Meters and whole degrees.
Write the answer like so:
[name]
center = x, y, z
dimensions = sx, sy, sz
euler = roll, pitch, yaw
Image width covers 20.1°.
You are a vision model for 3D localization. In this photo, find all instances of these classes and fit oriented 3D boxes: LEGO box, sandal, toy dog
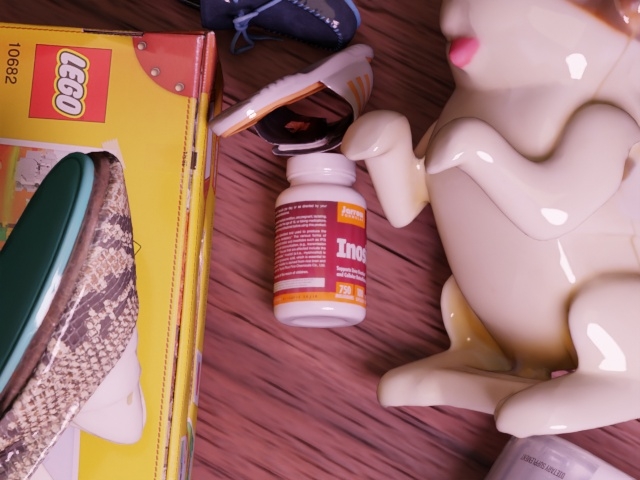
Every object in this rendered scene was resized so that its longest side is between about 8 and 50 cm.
[LEGO box]
center = -0.291, 0.065, 1.594
dimensions = 0.372, 0.193, 0.500
euler = 4, 79, 1
[sandal]
center = -0.018, -0.109, 1.620
dimensions = 0.102, 0.265, 0.076
euler = -27, 94, 28
[toy dog]
center = 0.222, -0.067, 1.543
dimensions = 0.395, 0.284, 0.408
euler = -8, 97, -18

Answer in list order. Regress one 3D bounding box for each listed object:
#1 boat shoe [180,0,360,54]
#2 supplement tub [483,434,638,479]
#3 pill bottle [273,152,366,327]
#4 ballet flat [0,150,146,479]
[boat shoe]
center = -0.089, -0.228, 1.709
dimensions = 0.258, 0.109, 0.089
euler = 23, 61, 19
[supplement tub]
center = 0.169, 0.337, 1.537
dimensions = 0.193, 0.193, 0.316
euler = 32, 80, 6
[pill bottle]
center = 0.000, 0.000, 1.662
dimensions = 0.086, 0.086, 0.152
euler = 0, 79, 0
[ballet flat]
center = -0.248, 0.166, 1.405
dimensions = 0.182, 0.164, 0.483
euler = 35, 85, -27
